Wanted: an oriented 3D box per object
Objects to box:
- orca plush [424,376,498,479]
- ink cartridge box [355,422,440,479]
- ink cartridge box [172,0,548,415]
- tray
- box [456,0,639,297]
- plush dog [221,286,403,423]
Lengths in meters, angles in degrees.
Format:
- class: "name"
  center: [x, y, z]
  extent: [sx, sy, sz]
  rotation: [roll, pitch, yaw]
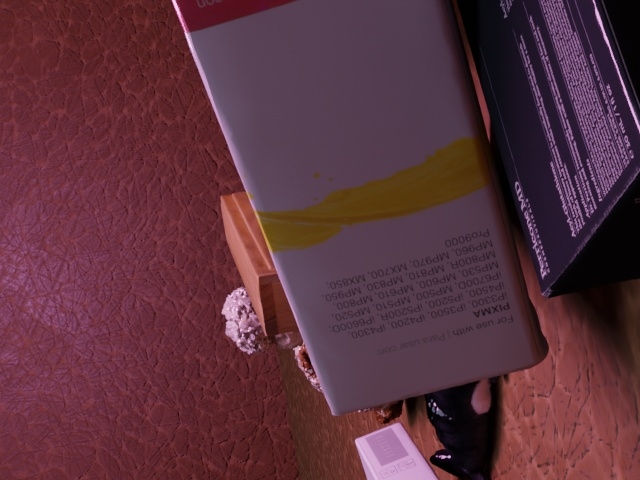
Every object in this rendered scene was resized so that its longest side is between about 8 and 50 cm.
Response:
- class: "orca plush"
  center: [0.108, 0.128, 1.075]
  extent: [0.151, 0.102, 0.287]
  rotation: [-110, 13, -51]
- class: "ink cartridge box"
  center: [0.135, 0.366, 1.127]
  extent: [0.296, 0.066, 0.261]
  rotation: [-130, 20, -73]
- class: "ink cartridge box"
  center: [0.024, -0.114, 0.764]
  extent: [0.279, 0.160, 0.385]
  rotation: [-89, -18, -62]
- class: "tray"
  center: [0.000, 0.000, 1.306]
  extent: [0.411, 0.202, 0.076]
  rotation: [-126, 28, -72]
- class: "box"
  center: [0.144, -0.127, 0.549]
  extent: [0.184, 0.103, 0.261]
  rotation: [104, 156, -68]
- class: "plush dog"
  center: [0.035, 0.132, 1.417]
  extent: [0.262, 0.210, 0.225]
  rotation: [33, -163, -49]
